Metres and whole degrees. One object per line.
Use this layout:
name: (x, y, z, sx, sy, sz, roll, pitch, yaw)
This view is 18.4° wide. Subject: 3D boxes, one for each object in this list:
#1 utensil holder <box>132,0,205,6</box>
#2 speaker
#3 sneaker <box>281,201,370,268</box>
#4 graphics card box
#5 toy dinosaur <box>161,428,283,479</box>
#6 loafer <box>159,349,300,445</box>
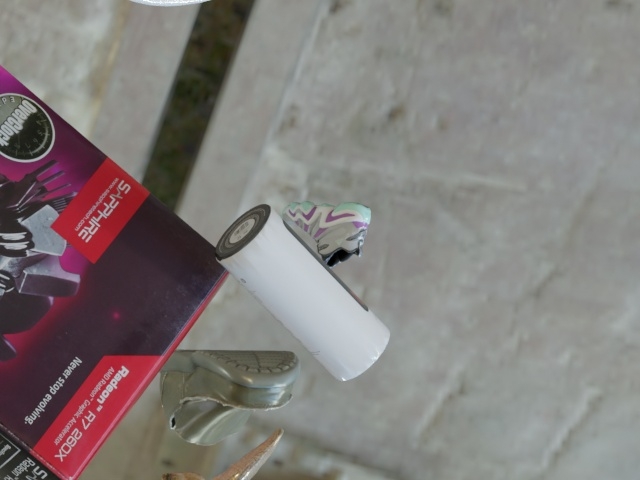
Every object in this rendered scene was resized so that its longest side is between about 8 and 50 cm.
utensil holder: (-0.159, -0.428, 1.541, 0.385, 0.328, 0.327, 48, 149, 26)
speaker: (-0.012, 0.039, 1.417, 0.055, 0.055, 0.136, -26, 117, 39)
sneaker: (0.000, 0.000, 1.838, 0.098, 0.069, 0.038, -1, 167, 41)
graphics card box: (-0.268, -0.009, 1.393, 0.371, 0.233, 0.094, 41, 144, -6)
toy dinosaur: (-0.093, 0.284, 1.438, 0.127, 0.295, 0.200, 10, 150, -14)
loafer: (-0.084, 0.144, 1.801, 0.094, 0.087, 0.251, 2, 177, -19)
